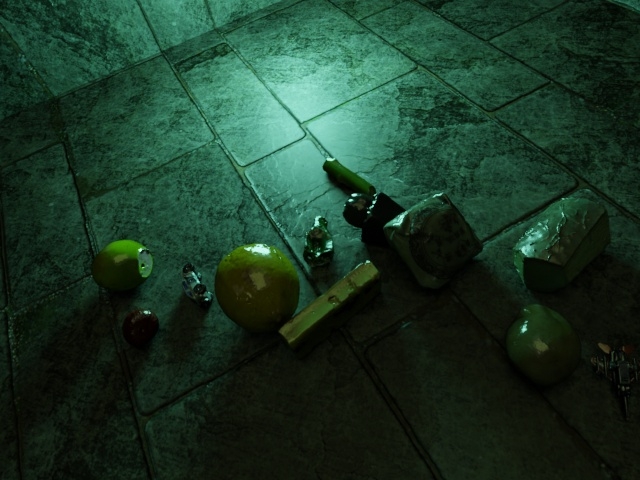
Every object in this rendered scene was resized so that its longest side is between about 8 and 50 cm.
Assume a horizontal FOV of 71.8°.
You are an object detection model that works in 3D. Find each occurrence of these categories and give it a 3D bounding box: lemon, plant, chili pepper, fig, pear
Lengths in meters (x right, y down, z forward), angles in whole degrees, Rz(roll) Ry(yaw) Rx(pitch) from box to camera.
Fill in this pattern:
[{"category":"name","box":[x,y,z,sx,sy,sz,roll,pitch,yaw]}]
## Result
[{"category":"lemon","box":[-0.190,0.148,1.357,0.258,0.258,0.310,-31,48,-12]},{"category":"plant","box":[0.197,-0.069,1.507,0.256,0.164,0.142,24,61,13]},{"category":"chili pepper","box":[0.000,-0.001,1.555,0.108,0.062,0.216,2,54,5]},{"category":"fig","box":[-0.600,0.266,1.439,0.153,0.119,0.119,34,66,29]},{"category":"pear","box":[-0.706,0.091,1.551,0.219,0.187,0.187,-7,53,8]}]

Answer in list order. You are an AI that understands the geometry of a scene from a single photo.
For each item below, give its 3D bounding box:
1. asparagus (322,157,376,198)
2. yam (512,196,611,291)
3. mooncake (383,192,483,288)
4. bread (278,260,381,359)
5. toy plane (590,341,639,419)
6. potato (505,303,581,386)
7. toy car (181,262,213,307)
[{"category":"asparagus","box":[0.114,-0.239,1.707,0.067,0.060,0.277,-36,55,-28]},{"category":"yam","box":[0.708,0.019,1.326,0.201,0.202,0.271,16,57,47]},{"category":"mooncake","box":[0.357,-0.004,1.381,0.254,0.136,0.250,-37,95,-17]},{"category":"bread","box":[0.042,0.207,1.341,0.361,0.138,0.077,-37,57,-16]},{"category":"toy plane","box":[0.773,0.357,1.133,0.130,0.061,0.189,3,54,12]},{"category":"potato","box":[0.590,0.273,1.178,0.178,0.160,0.235,33,42,-12]},{"category":"toy car","box":[-0.425,0.160,1.505,0.070,0.080,0.171,-33,55,-11]}]
